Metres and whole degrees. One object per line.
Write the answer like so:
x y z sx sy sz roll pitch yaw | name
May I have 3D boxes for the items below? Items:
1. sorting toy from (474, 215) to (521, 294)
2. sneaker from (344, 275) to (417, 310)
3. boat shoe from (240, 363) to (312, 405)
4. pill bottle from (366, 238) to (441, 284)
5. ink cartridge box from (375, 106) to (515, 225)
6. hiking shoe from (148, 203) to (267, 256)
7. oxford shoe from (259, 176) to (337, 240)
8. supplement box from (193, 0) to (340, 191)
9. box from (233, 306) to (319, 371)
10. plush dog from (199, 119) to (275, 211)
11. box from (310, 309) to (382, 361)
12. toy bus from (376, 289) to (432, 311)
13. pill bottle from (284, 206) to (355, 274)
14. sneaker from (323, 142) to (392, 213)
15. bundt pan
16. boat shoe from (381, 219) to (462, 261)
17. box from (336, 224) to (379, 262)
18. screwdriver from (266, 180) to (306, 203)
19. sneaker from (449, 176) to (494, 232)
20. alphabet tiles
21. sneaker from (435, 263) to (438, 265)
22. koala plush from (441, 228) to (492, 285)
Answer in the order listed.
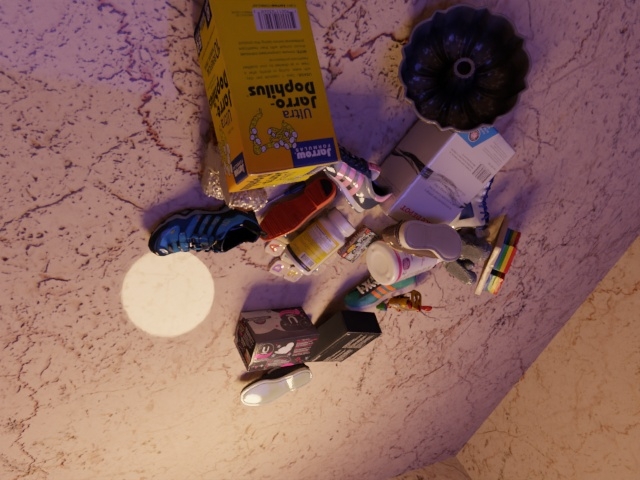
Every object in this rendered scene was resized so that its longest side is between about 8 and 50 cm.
0.744 0.073 1.916 0.257 0.090 0.255 -48 155 -48 | sorting toy
0.224 0.164 1.775 0.303 0.108 0.120 -21 119 -12 | sneaker
-0.185 0.575 1.873 0.303 0.091 0.114 -10 112 -22 | boat shoe
0.320 0.048 1.670 0.283 0.160 0.160 -16 134 -31 | pill bottle
0.374 -0.223 1.473 0.286 0.166 0.394 25 111 -43 | ink cartridge box
-0.308 -0.019 1.251 0.304 0.132 0.113 -20 135 -16 | hiking shoe
-0.061 -0.078 1.380 0.272 0.096 0.098 -32 162 4 | oxford shoe
-0.117 -0.300 0.950 0.196 0.194 0.356 -13 91 -23 | supplement box
-0.157 0.340 1.635 0.248 0.163 0.142 0 123 -32 | box
-0.158 -0.197 1.147 0.226 0.263 0.210 -10 110 -31 | plush dog
0.081 0.378 1.811 0.185 0.103 0.261 9 140 -40 | box
0.336 0.230 1.869 0.191 0.104 0.202 8 164 -14 | toy bus
0.000 0.000 1.438 0.208 0.119 0.119 -42 137 6 | pill bottle
0.092 -0.212 1.315 0.131 0.112 0.319 -21 137 24 | sneaker
0.366 -0.432 1.220 0.331 0.330 0.124 -39 177 3 | bundt pan
0.327 0.001 1.454 0.325 0.097 0.116 10 82 -42 | boat shoe
0.132 0.013 1.620 0.137 0.027 0.094 -46 144 11 | box
-0.118 -0.127 1.356 0.170 0.025 0.024 -31 137 -6 | screwdriver
0.546 -0.138 1.624 0.315 0.182 0.127 -50 163 20 | sneaker
-0.039 0.020 1.535 0.284 0.021 0.278 -47 135 12 | alphabet tiles
0.431 0.098 1.882 0.120 0.047 0.057 3 136 -32 | sneaker
0.597 0.033 1.858 0.221 0.203 0.196 -25 140 -42 | koala plush
